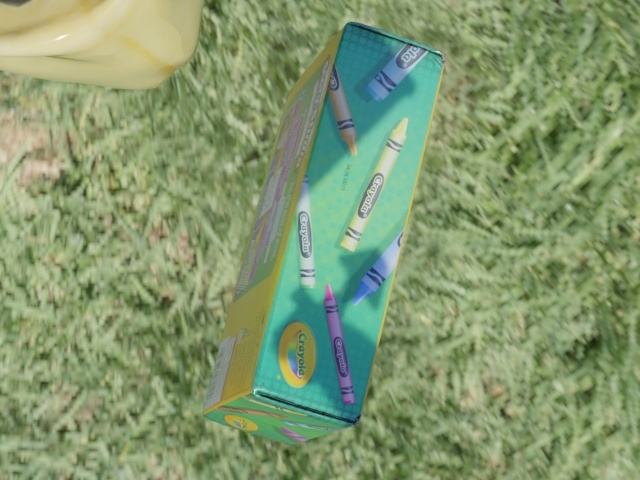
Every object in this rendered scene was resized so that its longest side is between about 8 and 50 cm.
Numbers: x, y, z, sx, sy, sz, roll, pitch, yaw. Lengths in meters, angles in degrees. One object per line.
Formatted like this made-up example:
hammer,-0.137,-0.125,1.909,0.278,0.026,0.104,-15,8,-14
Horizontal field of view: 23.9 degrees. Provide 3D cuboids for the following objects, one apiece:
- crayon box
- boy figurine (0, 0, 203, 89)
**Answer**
crayon box,0.000,0.000,1.106,0.081,0.165,0.278,18,74,-12
boy figurine,-0.123,-0.147,0.318,0.177,0.092,0.285,-30,98,1
